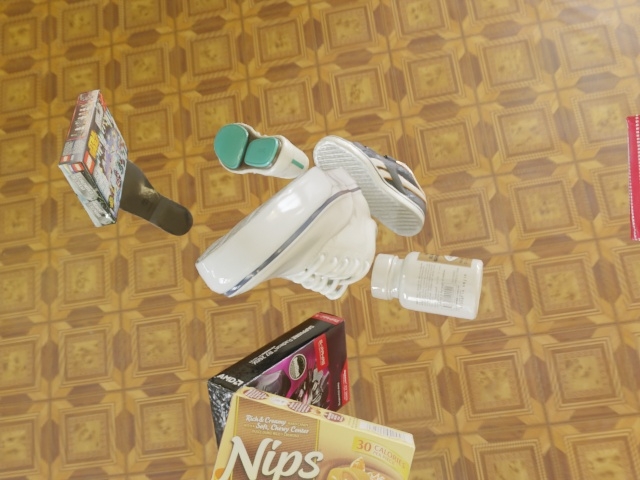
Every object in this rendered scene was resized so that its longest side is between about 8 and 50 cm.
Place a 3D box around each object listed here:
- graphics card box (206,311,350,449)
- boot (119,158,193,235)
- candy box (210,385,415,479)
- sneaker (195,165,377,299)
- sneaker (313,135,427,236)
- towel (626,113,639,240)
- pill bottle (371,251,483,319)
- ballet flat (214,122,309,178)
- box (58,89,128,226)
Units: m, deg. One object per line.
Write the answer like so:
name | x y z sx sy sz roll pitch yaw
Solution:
graphics card box | -0.075 0.338 1.227 0.094 0.371 0.232 11 112 38
boot | -0.473 -0.116 1.392 0.305 0.115 0.112 42 75 -30
candy box | -0.015 0.384 0.929 0.317 0.087 0.182 14 86 8
sneaker | 0.000 0.000 0.425 0.094 0.258 0.091 -36 90 23
sneaker | 0.124 -0.149 1.314 0.321 0.126 0.127 40 44 -15
towel | 0.588 -0.096 0.764 0.275 0.031 0.198 -1 98 32
pill bottle | 0.235 0.093 1.210 0.229 0.131 0.131 7 78 18
ballet flat | -0.162 -0.227 1.465 0.139 0.139 0.400 -56 35 -6
box | -0.257 -0.096 0.631 0.027 0.094 0.137 -11 48 0
